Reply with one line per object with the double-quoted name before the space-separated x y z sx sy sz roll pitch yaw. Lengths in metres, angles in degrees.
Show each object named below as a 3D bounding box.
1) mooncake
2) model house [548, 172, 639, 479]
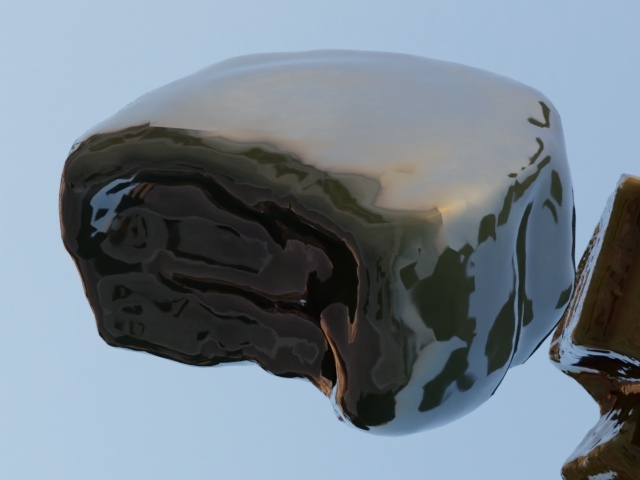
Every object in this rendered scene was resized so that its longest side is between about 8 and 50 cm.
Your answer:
"mooncake" 0.000 0.000 0.536 0.175 0.168 0.104 -133 -140 -62
"model house" 0.236 0.087 1.091 0.239 0.173 0.268 18 -91 55
